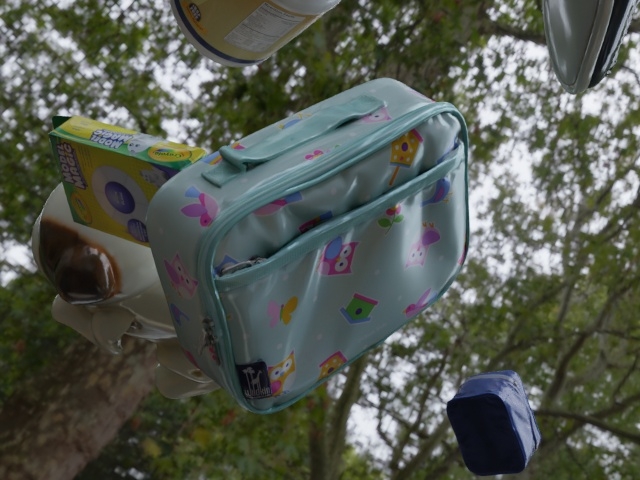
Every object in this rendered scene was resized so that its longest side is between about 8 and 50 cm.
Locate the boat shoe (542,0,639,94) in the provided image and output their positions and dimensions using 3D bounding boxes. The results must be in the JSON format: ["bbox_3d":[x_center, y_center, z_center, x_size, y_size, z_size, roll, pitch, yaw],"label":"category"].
[{"bbox_3d":[0.209,-0.223,0.592,0.095,0.079,0.255,-120,-159,-54],"label":"boat shoe"}]

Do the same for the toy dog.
[{"bbox_3d":[-0.243,0.053,1.266,0.395,0.285,0.408,3,-25,41],"label":"toy dog"}]

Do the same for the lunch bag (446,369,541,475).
[{"bbox_3d":[0.174,0.180,0.836,0.067,0.065,0.098,-14,-80,34],"label":"lunch bag"}]

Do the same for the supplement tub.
[{"bbox_3d":[-0.086,-0.446,1.401,0.228,0.228,0.316,44,-36,-17],"label":"supplement tub"}]

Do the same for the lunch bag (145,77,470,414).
[{"bbox_3d":[0.000,0.000,0.701,0.108,0.279,0.224,37,-34,38],"label":"lunch bag"}]

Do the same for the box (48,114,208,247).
[{"bbox_3d":[-0.180,-0.051,0.788,0.179,0.043,0.105,18,-47,27],"label":"box"}]
